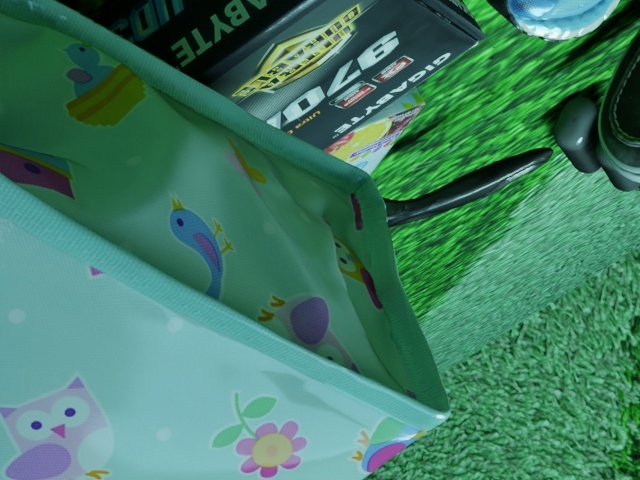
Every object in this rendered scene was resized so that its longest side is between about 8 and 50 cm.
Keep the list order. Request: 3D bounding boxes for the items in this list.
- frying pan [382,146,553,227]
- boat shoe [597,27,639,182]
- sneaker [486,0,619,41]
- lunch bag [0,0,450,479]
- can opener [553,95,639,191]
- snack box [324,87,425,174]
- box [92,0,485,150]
[{"bbox_3d":[-0.013,0.001,0.910,0.326,0.053,0.197,-32,169,18],"label":"frying pan"},{"bbox_3d":[0.288,-0.168,0.878,0.119,0.121,0.335,-1,139,-51],"label":"boat shoe"},{"bbox_3d":[0.147,-0.161,0.698,0.162,0.063,0.073,-30,151,-23],"label":"sneaker"},{"bbox_3d":[-0.129,0.031,0.471,0.262,0.160,0.223,27,121,-32],"label":"lunch bag"},{"bbox_3d":[0.268,-0.097,1.211,0.095,0.076,0.283,-64,163,3],"label":"can opener"},{"bbox_3d":[-0.010,-0.045,0.795,0.100,0.037,0.141,-23,166,-27],"label":"snack box"},{"bbox_3d":[-0.049,-0.062,0.606,0.220,0.051,0.175,-34,166,16],"label":"box"}]
